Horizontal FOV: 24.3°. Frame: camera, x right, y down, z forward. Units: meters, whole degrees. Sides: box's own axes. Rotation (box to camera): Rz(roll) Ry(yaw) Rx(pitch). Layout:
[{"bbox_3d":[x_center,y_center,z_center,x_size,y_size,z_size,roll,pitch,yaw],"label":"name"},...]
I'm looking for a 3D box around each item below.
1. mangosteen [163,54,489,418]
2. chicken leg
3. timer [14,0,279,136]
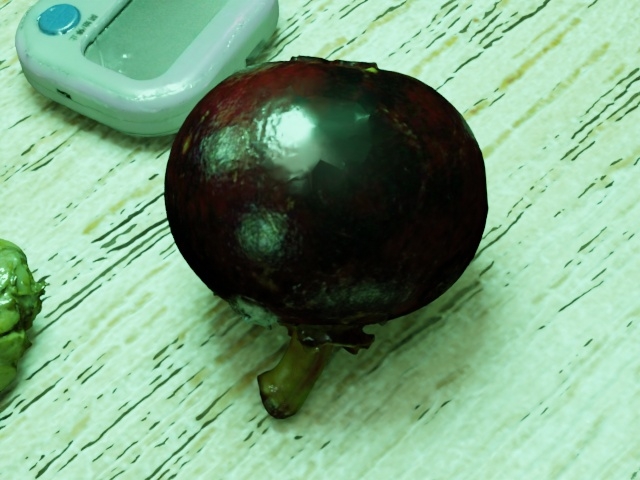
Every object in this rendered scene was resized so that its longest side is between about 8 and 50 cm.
[{"bbox_3d":[0.000,0.000,1.064,0.235,0.235,0.261,6,92,10],"label":"mangosteen"},{"bbox_3d":[-0.288,0.091,1.082,0.103,0.088,0.228,38,62,11],"label":"chicken leg"},{"bbox_3d":[-0.148,-0.184,1.289,0.191,0.069,0.208,24,57,21],"label":"timer"}]
